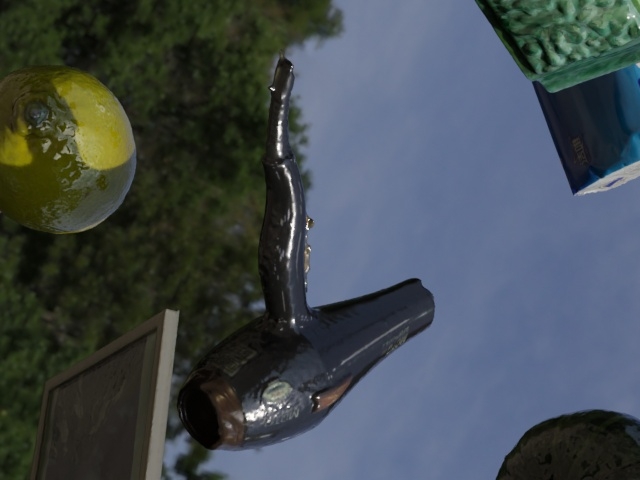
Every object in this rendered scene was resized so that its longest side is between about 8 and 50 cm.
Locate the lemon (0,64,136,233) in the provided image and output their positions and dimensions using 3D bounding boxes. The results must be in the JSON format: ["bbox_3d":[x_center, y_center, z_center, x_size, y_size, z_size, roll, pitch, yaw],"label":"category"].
[{"bbox_3d":[-0.296,-0.104,1.378,0.248,0.184,0.184,76,31,-71],"label":"lemon"}]

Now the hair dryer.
[{"bbox_3d":[0.000,0.000,1.100,0.120,0.304,0.359,25,-54,40],"label":"hair dryer"}]

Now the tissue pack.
[{"bbox_3d":[0.402,-0.218,1.772,0.209,0.137,0.269,-29,-103,53],"label":"tissue pack"}]

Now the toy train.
[{"bbox_3d":[0.206,-0.285,1.065,0.167,0.299,0.238,-18,-141,34],"label":"toy train"}]

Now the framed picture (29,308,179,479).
[{"bbox_3d":[-0.203,0.192,1.117,0.281,0.019,0.208,-32,-133,50],"label":"framed picture"}]

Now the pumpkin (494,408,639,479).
[{"bbox_3d":[0.352,0.371,1.630,0.300,0.207,0.300,-19,-122,33],"label":"pumpkin"}]
